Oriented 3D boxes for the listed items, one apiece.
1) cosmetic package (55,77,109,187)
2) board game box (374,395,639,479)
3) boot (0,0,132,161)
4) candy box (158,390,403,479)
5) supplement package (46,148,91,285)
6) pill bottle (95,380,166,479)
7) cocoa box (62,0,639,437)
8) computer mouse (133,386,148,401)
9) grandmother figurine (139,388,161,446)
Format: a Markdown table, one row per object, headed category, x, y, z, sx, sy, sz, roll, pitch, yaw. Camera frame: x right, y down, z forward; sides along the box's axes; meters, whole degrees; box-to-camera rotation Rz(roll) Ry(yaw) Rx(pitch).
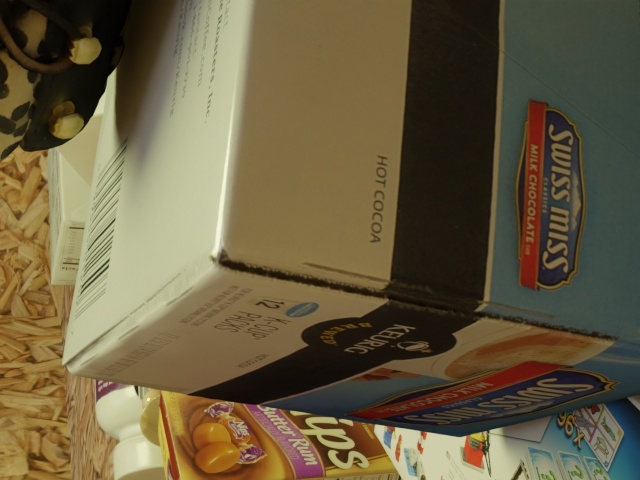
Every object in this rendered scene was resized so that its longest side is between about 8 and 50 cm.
| category | x | y | z | sx | sy | sz | roll | pitch | yaw |
| --- | --- | --- | --- | --- | --- | --- | --- | --- | --- |
| cosmetic package | -0.238 | -0.175 | 1.443 | 0.377 | 0.097 | 0.284 | 62 | -164 | -61 |
| board game box | 0.115 | 0.109 | 0.653 | 0.305 | 0.053 | 0.193 | -125 | 41 | -61 |
| boot | -0.102 | -0.141 | 0.407 | 0.377 | 0.138 | 0.284 | -98 | 31 | -49 |
| candy box | -0.023 | 0.158 | 0.859 | 0.109 | 0.187 | 0.053 | -115 | 29 | -53 |
| supplement package | -0.300 | -0.070 | 1.719 | 0.145 | 0.204 | 0.262 | 112 | 153 | -43 |
| pill bottle | -0.206 | 0.159 | 1.458 | 0.169 | 0.169 | 0.301 | 123 | 146 | -58 |
| cocoa box | 0.037 | -0.102 | 0.540 | 0.231 | 0.228 | 0.347 | 147 | 131 | -60 |
| computer mouse | -0.134 | 0.164 | 1.309 | 0.193 | 0.042 | 0.106 | 8 | 104 | 31 |
| grandmother figurine | -0.106 | 0.094 | 1.177 | 0.104 | 0.208 | 0.342 | 60 | -177 | -16 |
